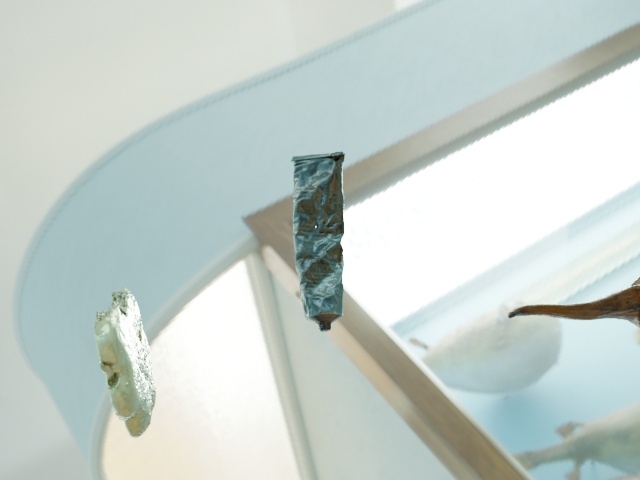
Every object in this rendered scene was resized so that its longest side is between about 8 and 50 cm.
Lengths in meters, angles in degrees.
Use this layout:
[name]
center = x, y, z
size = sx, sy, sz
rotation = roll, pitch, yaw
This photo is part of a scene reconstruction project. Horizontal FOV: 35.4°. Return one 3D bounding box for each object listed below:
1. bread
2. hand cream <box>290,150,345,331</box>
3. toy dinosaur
[bread]
center = -0.256, 0.164, 1.349
size = 0.039, 0.251, 0.182
rotation = -15, -81, -2
[hand cream]
center = 0.000, 0.000, 1.364
size = 0.075, 0.248, 0.052
rotation = -2, -9, -2
[toy dinosaur]
center = 0.498, 0.074, 1.510
size = 0.432, 0.097, 0.208
rotation = 17, -54, -25
